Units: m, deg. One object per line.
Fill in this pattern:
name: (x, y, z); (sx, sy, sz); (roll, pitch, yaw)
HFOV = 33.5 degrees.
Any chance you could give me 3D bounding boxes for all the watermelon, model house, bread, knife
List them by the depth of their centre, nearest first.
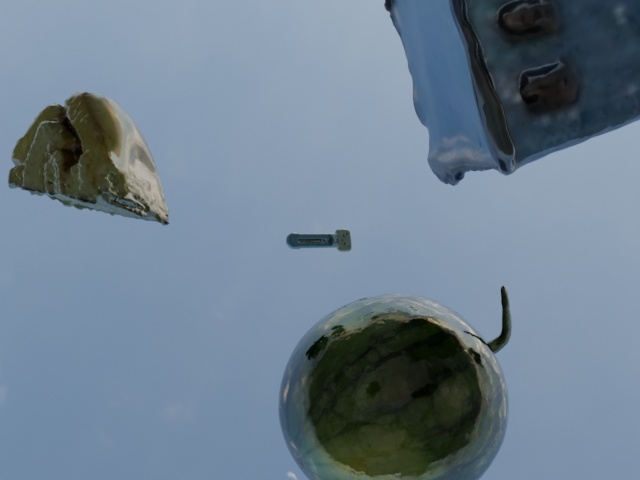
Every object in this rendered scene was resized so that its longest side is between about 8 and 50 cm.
model house: (0.204, -0.194, 0.817); (0.303, 0.215, 0.237); (-19, -82, -12)
watermelon: (0.072, 0.133, 0.903); (0.215, 0.188, 0.188); (-26, -108, -19)
bread: (-0.205, -0.079, 0.991); (0.156, 0.103, 0.110); (14, -101, 24)
knife: (0.000, 0.000, 1.182); (0.096, 0.010, 0.027); (-1, -97, -41)
